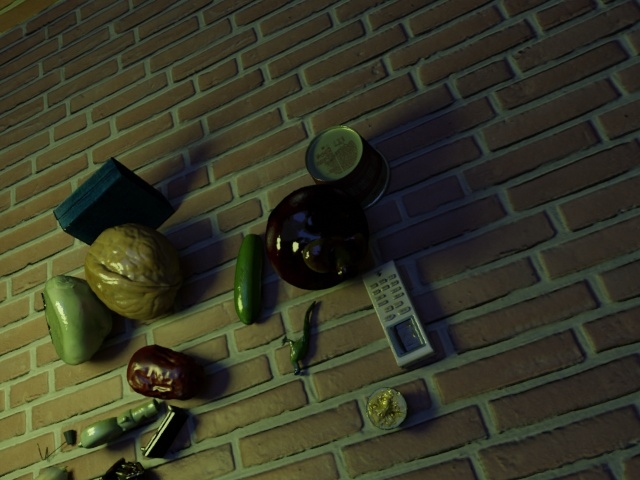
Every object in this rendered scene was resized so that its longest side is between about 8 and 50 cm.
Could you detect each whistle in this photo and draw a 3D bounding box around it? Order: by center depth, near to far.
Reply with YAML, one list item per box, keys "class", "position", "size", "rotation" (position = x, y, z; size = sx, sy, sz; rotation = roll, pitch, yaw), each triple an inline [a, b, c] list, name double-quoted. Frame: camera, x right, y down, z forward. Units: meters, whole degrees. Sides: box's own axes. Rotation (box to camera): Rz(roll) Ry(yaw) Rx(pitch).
- class: "whistle"
  position: [-0.597, 0.540, 1.794]
  size: [0.258, 0.126, 0.067]
  rotation: [-25, 74, -4]

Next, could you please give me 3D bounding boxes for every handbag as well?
- class: "handbag"
  position: [-0.815, 0.738, 1.779]
  size: [0.117, 0.173, 0.095]
  rotation: [-36, 89, 17]

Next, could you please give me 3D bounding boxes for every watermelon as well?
- class: "watermelon"
  position: [0.170, 0.425, 1.539]
  size: [0.105, 0.062, 0.106]
  rotation: [-5, 69, 13]

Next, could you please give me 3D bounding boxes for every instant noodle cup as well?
- class: "instant noodle cup"
  position: [0.069, -0.214, 1.786]
  size: [0.234, 0.178, 0.235]
  rotation: [-9, 67, 21]

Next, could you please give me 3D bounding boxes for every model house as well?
- class: "model house"
  position: [-0.539, 0.703, 1.700]
  size: [0.152, 0.106, 0.165]
  rotation: [1, 74, 26]

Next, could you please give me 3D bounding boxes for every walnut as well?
- class: "walnut"
  position: [-0.569, 0.094, 1.886]
  size: [0.313, 0.252, 0.277]
  rotation: [20, 76, 29]

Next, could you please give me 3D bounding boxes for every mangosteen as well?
- class: "mangosteen"
  position: [-0.011, -0.005, 1.660]
  size: [0.297, 0.293, 0.297]
  rotation: [1, 100, 8]

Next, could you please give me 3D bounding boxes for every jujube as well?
- class: "jujube"
  position: [-0.448, 0.388, 1.767]
  size: [0.230, 0.155, 0.155]
  rotation: [8, 72, 27]

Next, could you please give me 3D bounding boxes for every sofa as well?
- class: "sofa"
  position: [-0.454, 0.543, 1.744]
  size: [0.060, 0.085, 0.147]
  rotation: [29, 82, 27]

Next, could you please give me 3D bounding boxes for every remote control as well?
- class: "remote control"
  position: [0.205, 0.194, 1.626]
  size: [0.103, 0.055, 0.277]
  rotation: [-27, 60, 11]

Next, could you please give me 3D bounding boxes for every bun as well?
- class: "bun"
  position: [-0.753, 0.242, 1.930]
  size: [0.187, 0.293, 0.293]
  rotation: [-18, 52, -33]

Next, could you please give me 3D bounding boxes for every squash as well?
- class: "squash"
  position: [-0.216, 0.108, 1.828]
  size: [0.082, 0.082, 0.293]
  rotation: [-8, 66, 20]

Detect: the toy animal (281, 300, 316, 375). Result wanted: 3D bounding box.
- class: "toy animal"
  position: [-0.067, 0.268, 1.717]
  size: [0.075, 0.041, 0.217]
  rotation: [8, 69, 7]

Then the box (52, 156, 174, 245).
- class: "box"
  position: [-0.666, -0.095, 1.993]
  size: [0.261, 0.279, 0.116]
  rotation: [-43, 57, 1]

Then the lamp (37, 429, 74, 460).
- class: "lamp"
  position: [-0.813, 0.634, 1.890]
  size: [0.121, 0.041, 0.054]
  rotation: [-25, 70, 8]
